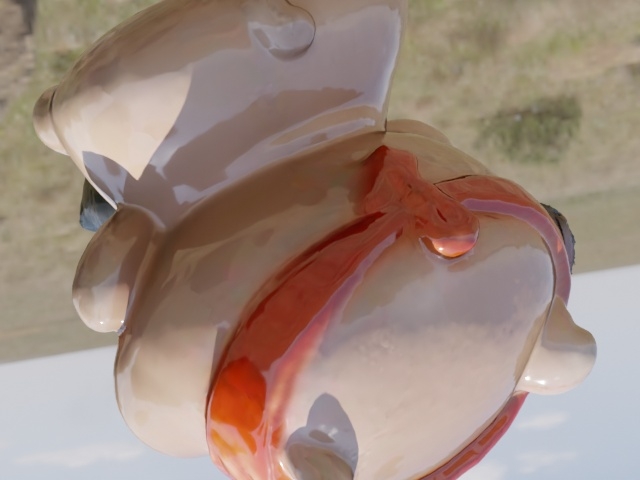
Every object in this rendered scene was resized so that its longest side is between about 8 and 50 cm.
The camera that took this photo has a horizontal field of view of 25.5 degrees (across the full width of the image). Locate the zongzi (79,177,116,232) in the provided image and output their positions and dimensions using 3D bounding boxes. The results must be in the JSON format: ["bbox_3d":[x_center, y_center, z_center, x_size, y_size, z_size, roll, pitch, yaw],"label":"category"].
[{"bbox_3d":[-0.096,-0.051,0.852,0.055,0.119,0.109,-1,-163,-45],"label":"zongzi"}]

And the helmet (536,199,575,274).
[{"bbox_3d":[0.101,0.009,0.737,0.084,0.065,0.049,9,-171,-11],"label":"helmet"}]

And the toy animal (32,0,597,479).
[{"bbox_3d":[0.000,0.000,0.507,0.171,0.198,0.171,-24,172,-4],"label":"toy animal"}]
